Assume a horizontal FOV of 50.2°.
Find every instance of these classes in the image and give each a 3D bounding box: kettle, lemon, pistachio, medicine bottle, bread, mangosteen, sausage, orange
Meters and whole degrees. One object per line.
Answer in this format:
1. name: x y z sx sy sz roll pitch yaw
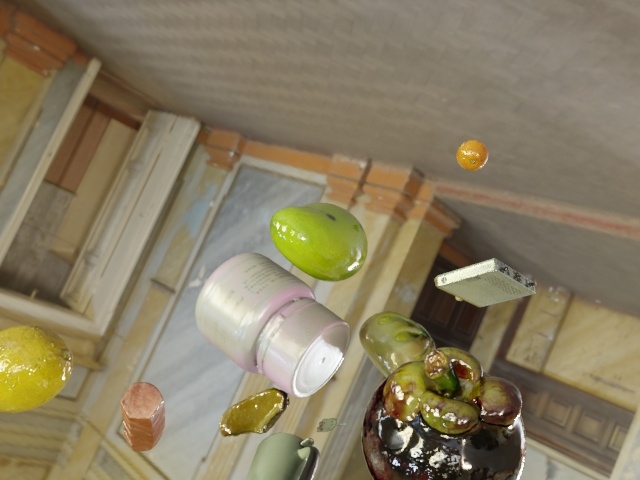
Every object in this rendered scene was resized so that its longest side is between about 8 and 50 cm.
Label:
1. kettle: -0.094 0.602 1.699 0.165 0.240 0.255 44 -160 -5
2. lemon: -0.806 0.344 1.844 0.236 0.263 0.236 55 163 26
3. pistachio: -0.149 0.395 1.542 0.089 0.173 0.049 67 160 3
4. medicine bottle: -0.106 0.191 1.545 0.302 0.241 0.241 32 180 30
5. bread: 0.191 0.262 1.734 0.156 0.158 0.260 45 -176 -46
6. mangosteen: 0.232 0.336 1.201 0.297 0.313 0.296 31 -147 -23
7. sausage: -0.271 0.278 1.045 0.065 0.065 0.169 24 143 4
8. orange: 0.398 -0.222 1.788 0.084 0.083 0.083 24 175 2

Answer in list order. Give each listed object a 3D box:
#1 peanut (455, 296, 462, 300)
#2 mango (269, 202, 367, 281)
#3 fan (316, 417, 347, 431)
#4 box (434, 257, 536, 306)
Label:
1. peanut: 0.453 0.155 2.129 0.037 0.083 0.037 41 163 15
2. mango: 0.000 0.000 1.346 0.175 0.143 0.293 51 -166 19
3. fan: 0.030 0.458 1.700 0.083 0.004 0.056 -12 -161 25
4. box: 0.475 0.122 1.942 0.211 0.045 0.270 -22 151 34
